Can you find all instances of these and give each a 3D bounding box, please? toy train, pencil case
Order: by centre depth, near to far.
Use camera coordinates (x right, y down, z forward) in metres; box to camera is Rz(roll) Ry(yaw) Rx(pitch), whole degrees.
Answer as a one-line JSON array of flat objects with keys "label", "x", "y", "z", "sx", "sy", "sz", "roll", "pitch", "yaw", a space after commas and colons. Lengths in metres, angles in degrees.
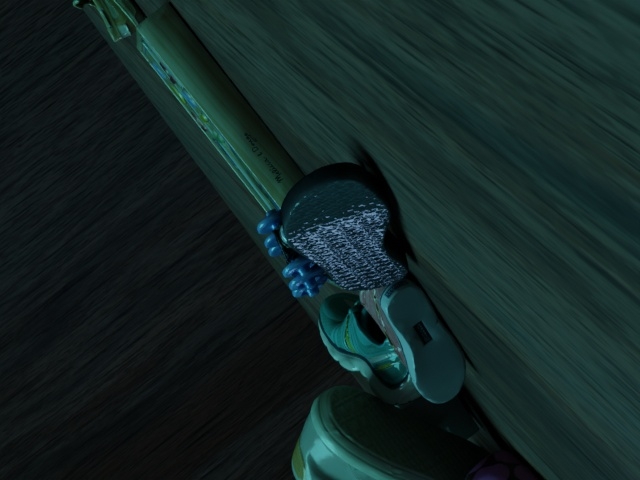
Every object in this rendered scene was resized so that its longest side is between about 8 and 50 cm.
[{"label": "toy train", "x": 0.000, "y": 0.000, "z": 1.521, "sx": 0.080, "sy": 0.105, "sz": 0.184, "roll": 60, "pitch": 177, "yaw": 15}, {"label": "pencil case", "x": 0.249, "y": 0.340, "z": 1.779, "sx": 0.095, "sy": 0.098, "sz": 0.209, "roll": 54, "pitch": 176, "yaw": -28}]

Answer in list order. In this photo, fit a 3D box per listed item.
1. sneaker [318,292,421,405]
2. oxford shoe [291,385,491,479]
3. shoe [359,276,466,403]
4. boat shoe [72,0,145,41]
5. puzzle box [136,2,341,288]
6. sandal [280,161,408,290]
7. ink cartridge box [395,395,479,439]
[{"label": "sneaker", "x": 0.075, "y": 0.114, "z": 1.920, "sx": 0.275, "sy": 0.107, "sz": 0.110, "roll": 33, "pitch": 142, "yaw": 62}, {"label": "oxford shoe", "x": 0.143, "y": 0.336, "z": 1.922, "sx": 0.449, "sy": 0.130, "sz": 0.169, "roll": 31, "pitch": -151, "yaw": -24}, {"label": "shoe", "x": 0.099, "y": 0.095, "z": 1.594, "sx": 0.081, "sy": 0.063, "sz": 0.178, "roll": 48, "pitch": 169, "yaw": 53}, {"label": "boat shoe", "x": -0.341, "y": -0.375, "z": 2.187, "sx": 0.190, "sy": 0.072, "sz": 0.068, "roll": 50, "pitch": 176, "yaw": 19}, {"label": "puzzle box", "x": -0.094, "y": -0.117, "z": 1.893, "sx": 0.409, "sy": 0.052, "sz": 0.272, "roll": 52, "pitch": 176, "yaw": -5}, {"label": "sandal", "x": 0.020, "y": -0.016, "z": 1.343, "sx": 0.254, "sy": 0.097, "sz": 0.054, "roll": 65, "pitch": -167, "yaw": -68}, {"label": "ink cartridge box", "x": 0.111, "y": 0.185, "z": 2.051, "sx": 0.231, "sy": 0.078, "sz": 0.134, "roll": 47, "pitch": 174, "yaw": 49}]
